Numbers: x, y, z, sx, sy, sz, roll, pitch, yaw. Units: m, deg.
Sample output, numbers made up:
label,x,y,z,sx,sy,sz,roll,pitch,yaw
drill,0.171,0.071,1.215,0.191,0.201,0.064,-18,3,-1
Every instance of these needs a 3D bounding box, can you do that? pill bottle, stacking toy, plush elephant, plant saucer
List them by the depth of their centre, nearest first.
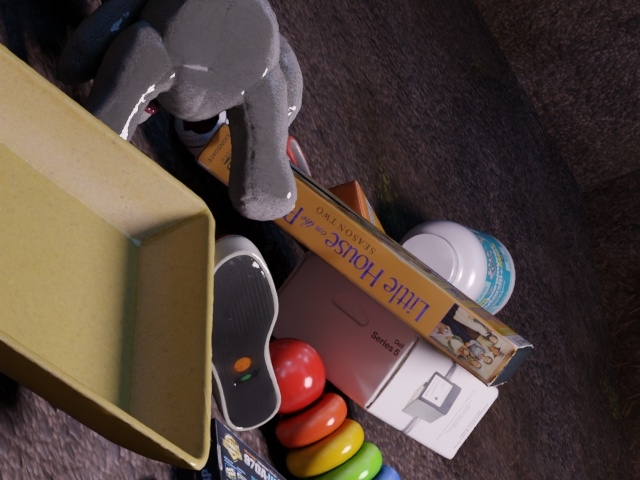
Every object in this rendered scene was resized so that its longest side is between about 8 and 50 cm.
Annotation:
label,x,y,z,sx,sy,sz,roll,pitch,yaw
plant saucer,-0.236,0.017,1.690,0.333,0.081,0.332,38,33,-33
plush elephant,-0.162,-0.210,2.039,0.255,0.272,0.330,-158,-102,-66
stacking toy,0.020,0.261,2.208,0.330,0.141,0.141,62,19,-9
pill bottle,0.198,0.046,2.930,0.264,0.146,0.146,13,58,-69

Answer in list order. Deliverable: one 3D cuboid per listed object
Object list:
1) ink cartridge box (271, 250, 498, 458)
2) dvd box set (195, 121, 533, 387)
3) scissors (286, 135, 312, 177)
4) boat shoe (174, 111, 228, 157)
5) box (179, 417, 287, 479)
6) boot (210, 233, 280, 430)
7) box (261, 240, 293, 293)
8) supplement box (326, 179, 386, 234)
label,x,y,z,sx,sy,sz,roll,pitch,yaw
ink cartridge box,0.074,0.144,2.363,0.198,0.115,0.273,36,0,32
dvd box set,0.061,0.021,2.259,0.420,0.062,0.307,38,4,10
scissors,0.000,0.000,2.598,0.297,0.021,0.109,67,18,-6
boat shoe,-0.133,-0.178,2.333,0.226,0.083,0.076,-75,154,-44
box,-0.071,0.309,1.994,0.220,0.051,0.175,48,27,-49
boot,-0.113,0.057,1.968,0.244,0.088,0.176,87,-23,-43
box,-0.053,0.050,2.390,0.067,0.018,0.083,61,19,-26
supplement box,0.054,0.019,2.603,0.233,0.078,0.080,61,14,-50
